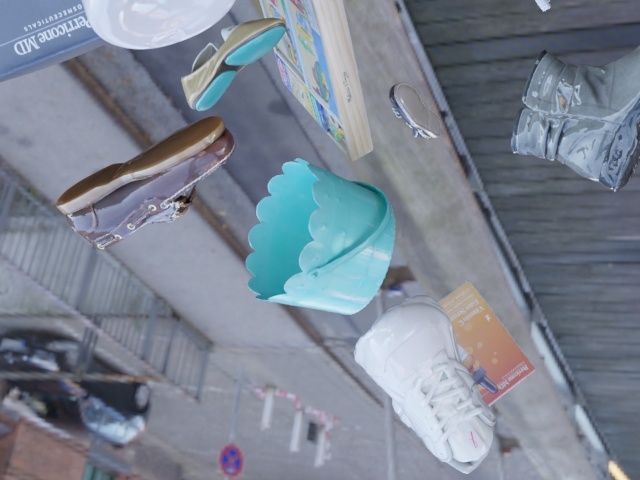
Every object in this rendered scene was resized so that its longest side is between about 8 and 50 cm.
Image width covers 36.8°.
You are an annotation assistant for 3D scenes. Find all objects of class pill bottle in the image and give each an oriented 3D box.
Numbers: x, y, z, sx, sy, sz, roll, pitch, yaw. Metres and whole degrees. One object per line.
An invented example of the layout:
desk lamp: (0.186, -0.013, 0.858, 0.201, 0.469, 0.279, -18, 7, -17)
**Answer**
pill bottle: (-0.202, -0.358, 1.001, 0.161, 0.283, 0.161, -20, 163, -6)

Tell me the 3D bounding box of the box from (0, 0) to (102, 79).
box: (-0.424, -0.438, 1.318, 0.293, 0.212, 0.395, -15, 104, 23)

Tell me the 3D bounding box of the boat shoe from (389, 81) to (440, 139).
boat shoe: (0.174, -0.251, 1.915, 0.065, 0.075, 0.206, -5, 162, 28)

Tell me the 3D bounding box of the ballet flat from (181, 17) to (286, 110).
ballet flat: (-0.148, -0.296, 1.524, 0.232, 0.073, 0.080, -37, 165, 35)

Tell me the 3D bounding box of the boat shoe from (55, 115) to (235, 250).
boat shoe: (-0.157, -0.051, 0.917, 0.207, 0.073, 0.073, -21, 115, 32)

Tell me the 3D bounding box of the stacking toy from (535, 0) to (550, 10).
stacking toy: (0.471, -0.578, 1.927, 0.167, 0.052, 0.221, -22, 128, 36)

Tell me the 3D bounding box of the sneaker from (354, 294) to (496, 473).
sneaker: (0.108, 0.134, 0.844, 0.090, 0.115, 0.232, -38, 142, -2)

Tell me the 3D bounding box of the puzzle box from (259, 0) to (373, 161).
puzzle box: (-0.024, -0.358, 1.702, 0.052, 0.272, 0.409, -30, 144, -9)

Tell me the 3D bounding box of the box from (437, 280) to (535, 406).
box: (0.219, 0.172, 1.479, 0.170, 0.130, 0.091, 53, 163, 8)

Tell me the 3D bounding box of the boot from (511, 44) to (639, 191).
boot: (0.323, -0.191, 1.129, 0.161, 0.246, 0.083, 29, -159, 23)

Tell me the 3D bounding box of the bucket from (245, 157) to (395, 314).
bucket: (0.000, 0.000, 1.780, 0.183, 0.281, 0.281, 16, 153, -26)
